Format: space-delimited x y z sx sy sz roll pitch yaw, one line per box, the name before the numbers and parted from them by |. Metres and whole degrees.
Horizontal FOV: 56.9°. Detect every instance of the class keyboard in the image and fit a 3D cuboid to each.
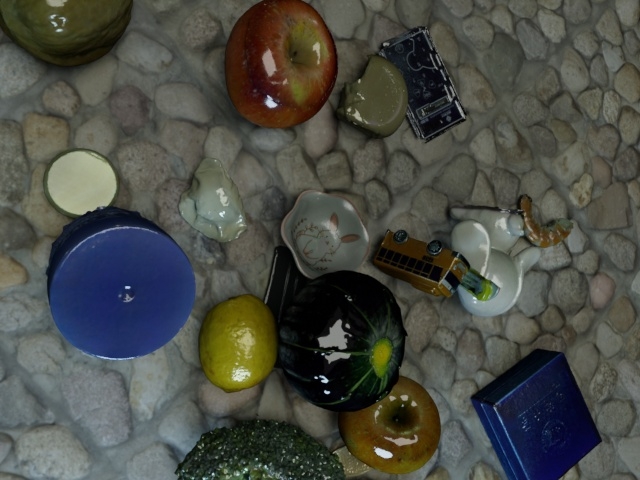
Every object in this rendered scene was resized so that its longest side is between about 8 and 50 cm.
keyboard | -0.093 0.206 1.349 0.103 0.041 0.382 14 76 -20

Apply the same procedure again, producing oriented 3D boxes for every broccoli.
broccoli | -0.113 0.528 1.208 0.375 0.249 0.302 23 76 -25

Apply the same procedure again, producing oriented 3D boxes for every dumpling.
dumpling | -0.241 -0.083 1.277 0.133 0.100 0.169 -18 121 13

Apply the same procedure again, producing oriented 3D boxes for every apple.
apple | 0.157 0.425 1.359 0.236 0.208 0.237 6 62 -11
apple | -0.089 -0.381 1.285 0.251 0.206 0.272 -10 94 -33

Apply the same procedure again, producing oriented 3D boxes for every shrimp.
shrimp | 0.621 -0.065 1.646 0.161 0.049 0.166 -25 89 -20

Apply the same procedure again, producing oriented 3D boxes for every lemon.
lemon | -0.172 0.217 1.243 0.169 0.170 0.208 -1 88 -22

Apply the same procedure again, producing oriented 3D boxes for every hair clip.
hair clip | 0.342 0.091 1.399 0.033 0.188 0.060 -8 120 -41

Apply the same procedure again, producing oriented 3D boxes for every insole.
insole | 0.123 0.516 1.430 0.247 0.011 0.081 -12 91 -22

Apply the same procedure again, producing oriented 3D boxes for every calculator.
calculator | 0.262 -0.402 1.519 0.165 0.028 0.274 -31 99 -20

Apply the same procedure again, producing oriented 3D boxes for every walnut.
walnut | -0.478 -0.468 1.118 0.283 0.227 0.283 -38 139 -42

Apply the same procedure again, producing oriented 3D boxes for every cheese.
cheese | 0.131 -0.350 1.431 0.175 0.091 0.203 19 79 -20

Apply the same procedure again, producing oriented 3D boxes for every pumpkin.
pumpkin | 0.025 0.203 1.249 0.295 0.295 0.296 1 87 -22

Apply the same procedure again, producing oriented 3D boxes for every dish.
dish | 0.000 0.000 1.361 0.229 0.081 0.230 9 70 -26

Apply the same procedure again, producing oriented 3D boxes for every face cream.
face cream | -0.382 0.071 1.114 0.248 0.225 0.249 -6 103 -26

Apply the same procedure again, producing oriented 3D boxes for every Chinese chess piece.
Chinese chess piece | -0.480 -0.114 1.190 0.144 0.058 0.144 1 88 -24

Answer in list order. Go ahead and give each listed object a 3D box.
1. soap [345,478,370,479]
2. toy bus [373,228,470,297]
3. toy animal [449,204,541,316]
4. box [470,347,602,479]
soap | 0.108 0.632 1.392 0.183 0.063 0.122 12 81 -22
toy bus | 0.236 0.055 1.388 0.098 0.200 0.114 40 75 -51
toy animal | 0.439 0.042 1.493 0.248 0.174 0.290 -8 90 -21
box | 0.575 0.475 1.565 0.261 0.116 0.279 -29 96 -20
